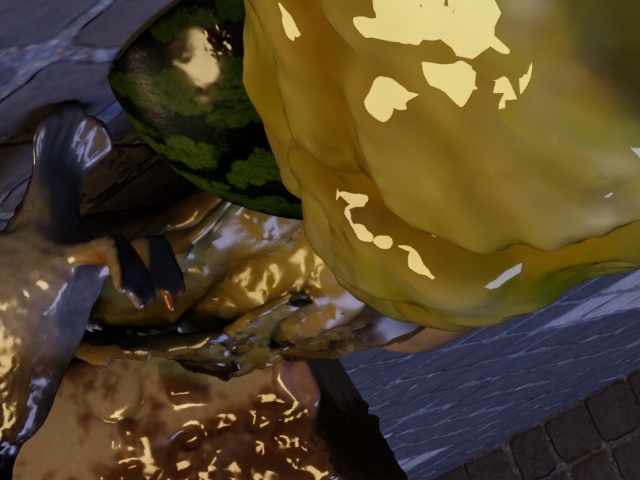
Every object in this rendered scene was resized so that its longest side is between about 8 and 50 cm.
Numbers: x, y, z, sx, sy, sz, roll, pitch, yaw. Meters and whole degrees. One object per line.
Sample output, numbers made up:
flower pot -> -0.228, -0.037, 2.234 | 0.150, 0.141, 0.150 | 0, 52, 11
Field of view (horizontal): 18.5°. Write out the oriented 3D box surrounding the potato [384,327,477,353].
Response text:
potato -> 0.079, 0.009, 1.297 | 0.178, 0.109, 0.118 | -31, 164, 22

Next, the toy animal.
toy animal -> -0.143, 0.044, 0.906 | 0.160, 0.197, 0.272 | -33, 160, 19

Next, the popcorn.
popcorn -> 0.121, -0.102, 0.551 | 0.334, 0.292, 0.293 | -48, 152, -52

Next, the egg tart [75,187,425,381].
egg tart -> 0.000, 0.000, 1.060 | 0.297, 0.132, 0.297 | -27, -179, 1

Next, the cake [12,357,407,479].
cake -> -0.063, 0.207, 1.420 | 0.256, 0.290, 0.282 | -25, 168, 7

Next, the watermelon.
watermelon -> -0.015, -0.084, 0.891 | 0.135, 0.125, 0.094 | -56, -179, 33
